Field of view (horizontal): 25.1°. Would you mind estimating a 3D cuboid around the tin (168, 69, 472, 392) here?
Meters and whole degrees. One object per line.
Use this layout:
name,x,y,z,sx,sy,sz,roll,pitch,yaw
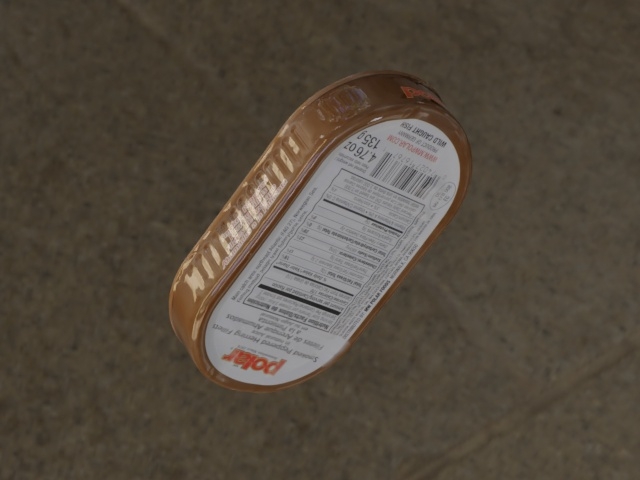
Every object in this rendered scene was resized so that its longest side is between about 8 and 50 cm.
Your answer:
tin,0.000,0.000,0.730,0.106,0.190,0.040,23,22,-36
